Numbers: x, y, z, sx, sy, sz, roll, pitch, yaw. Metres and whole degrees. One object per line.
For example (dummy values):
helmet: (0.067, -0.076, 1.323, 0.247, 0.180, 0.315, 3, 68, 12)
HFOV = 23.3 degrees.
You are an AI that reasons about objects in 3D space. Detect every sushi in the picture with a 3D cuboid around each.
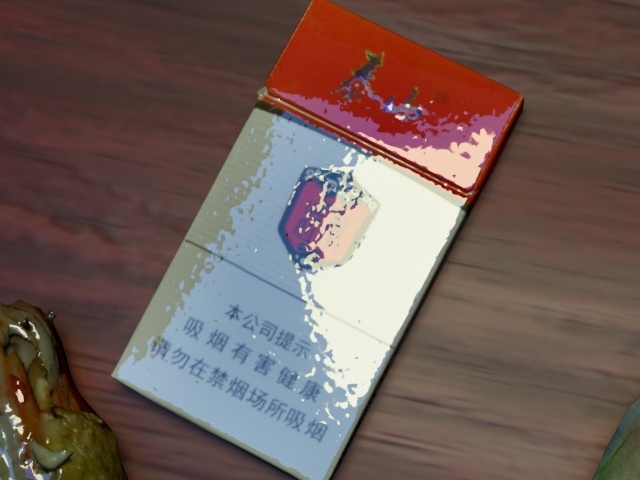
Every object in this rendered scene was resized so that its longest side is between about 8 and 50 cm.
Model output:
sushi: (-0.150, 0.141, 0.825, 0.103, 0.097, 0.226, -25, 82, -3)

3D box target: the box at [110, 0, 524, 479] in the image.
box: (0.000, 0.000, 0.864, 0.139, 0.035, 0.245, 28, 86, 10)

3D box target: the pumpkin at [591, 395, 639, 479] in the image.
pumpkin: (0.285, 0.144, 0.718, 0.293, 0.263, 0.197, -37, 122, 15)
